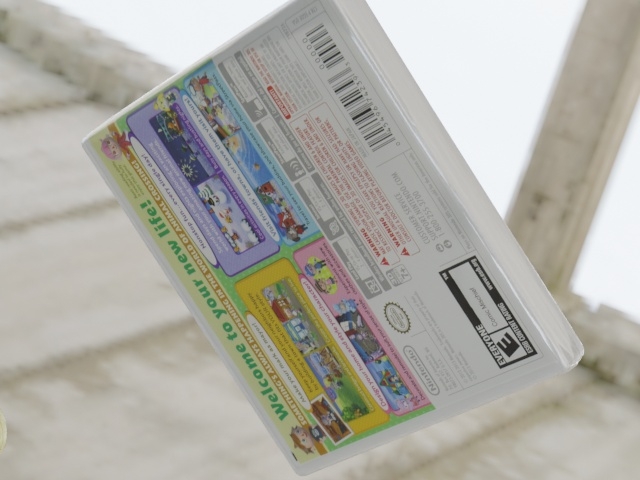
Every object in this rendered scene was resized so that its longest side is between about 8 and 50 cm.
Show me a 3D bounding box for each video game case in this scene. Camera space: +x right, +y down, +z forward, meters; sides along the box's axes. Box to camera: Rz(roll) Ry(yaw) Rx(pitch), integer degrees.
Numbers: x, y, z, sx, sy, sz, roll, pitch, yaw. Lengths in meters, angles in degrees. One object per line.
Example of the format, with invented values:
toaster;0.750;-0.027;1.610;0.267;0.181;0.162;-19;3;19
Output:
video game case;0.000;0.000;0.907;0.212;0.193;0.023;57;-138;-6

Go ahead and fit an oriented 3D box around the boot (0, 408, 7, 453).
boot;-0.338;0.163;1.291;0.213;0.077;0.165;-15;180;13
